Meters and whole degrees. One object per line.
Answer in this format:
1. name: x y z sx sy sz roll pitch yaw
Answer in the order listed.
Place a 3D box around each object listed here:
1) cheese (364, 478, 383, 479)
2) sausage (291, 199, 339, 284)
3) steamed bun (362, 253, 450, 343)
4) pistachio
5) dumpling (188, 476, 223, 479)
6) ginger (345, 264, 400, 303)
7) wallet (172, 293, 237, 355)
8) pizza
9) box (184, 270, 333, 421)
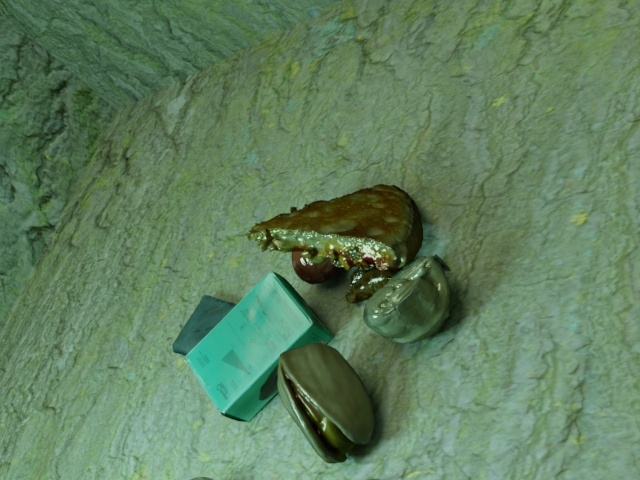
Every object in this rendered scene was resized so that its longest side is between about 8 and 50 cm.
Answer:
1. cheese: 0.086 0.499 1.830 0.084 0.041 0.060 -34 37 20
2. sausage: 0.000 0.000 2.379 0.148 0.148 0.254 -22 45 35
3. steamed bun: 0.201 0.138 1.994 0.211 0.144 0.218 -41 2 -9
4. pistachio: 0.004 0.327 1.971 0.166 0.197 0.288 -47 42 10
5. dumpling: -0.257 0.587 2.098 0.172 0.142 0.247 -24 11 -31
6. ginger: 0.121 0.082 2.208 0.162 0.073 0.103 -25 38 35
7. wallet: -0.253 0.252 2.504 0.379 0.046 0.191 8 62 53
8. pizza: 0.036 -0.014 2.204 0.406 0.130 0.440 -5 20 5
9. box: -0.148 0.256 2.253 0.311 0.118 0.205 -46 51 4
